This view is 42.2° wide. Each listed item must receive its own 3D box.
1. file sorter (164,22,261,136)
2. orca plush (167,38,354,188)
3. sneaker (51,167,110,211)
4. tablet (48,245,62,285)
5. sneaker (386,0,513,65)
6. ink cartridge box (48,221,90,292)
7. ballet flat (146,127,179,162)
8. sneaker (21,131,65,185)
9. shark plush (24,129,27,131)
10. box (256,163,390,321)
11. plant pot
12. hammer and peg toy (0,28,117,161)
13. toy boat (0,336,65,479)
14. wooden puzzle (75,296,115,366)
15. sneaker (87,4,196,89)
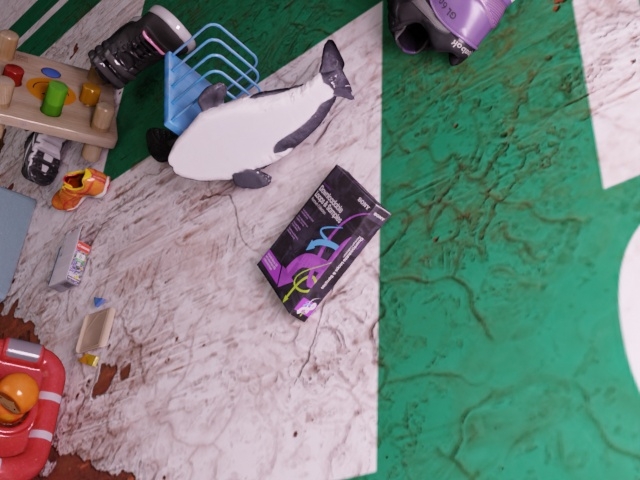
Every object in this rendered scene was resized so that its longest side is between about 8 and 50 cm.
[{"bbox_3d":[-0.157,-0.224,1.246,0.104,0.118,0.170,-33,43,26],"label":"file sorter"},{"bbox_3d":[-0.078,-0.175,1.137,0.287,0.151,0.102,-40,9,27],"label":"orca plush"},{"bbox_3d":[-0.460,-0.102,1.551,0.175,0.067,0.064,-20,52,42],"label":"sneaker"},{"bbox_3d":[-0.471,0.041,1.512,0.054,0.006,0.083,-20,50,40],"label":"tablet"},{"bbox_3d":[0.108,-0.300,1.009,0.124,0.107,0.283,-58,36,11],"label":"sneaker"},{"bbox_3d":[-0.436,0.030,1.461,0.063,0.029,0.115,-19,50,41],"label":"ink cartridge box"},{"bbox_3d":[-0.246,-0.158,1.373,0.173,0.049,0.057,18,121,54],"label":"ballet flat"},{"bbox_3d":[-0.578,-0.224,1.765,0.106,0.078,0.234,1,68,47],"label":"sneaker"},{"bbox_3d":[-0.620,-0.271,1.872,0.067,0.073,0.161,123,153,-60],"label":"shark plush"},{"bbox_3d":[0.000,0.000,0.977,0.162,0.029,0.116,-51,37,8],"label":"box"},{"bbox_3d":[-0.780,-0.003,1.695,0.248,0.252,0.247,-22,49,38],"label":"plant pot"},{"bbox_3d":[-0.571,-0.296,1.582,0.127,0.361,0.266,-61,30,31],"label":"hammer and peg toy"},{"bbox_3d":[-0.452,0.240,1.208,0.151,0.151,0.231,-46,34,49],"label":"toy boat"},{"bbox_3d":[-0.350,0.142,1.295,0.078,0.014,0.116,-8,59,41],"label":"wooden puzzle"},{"bbox_3d":[-0.333,-0.342,1.521,0.147,0.104,0.295,-48,28,-14],"label":"sneaker"}]
